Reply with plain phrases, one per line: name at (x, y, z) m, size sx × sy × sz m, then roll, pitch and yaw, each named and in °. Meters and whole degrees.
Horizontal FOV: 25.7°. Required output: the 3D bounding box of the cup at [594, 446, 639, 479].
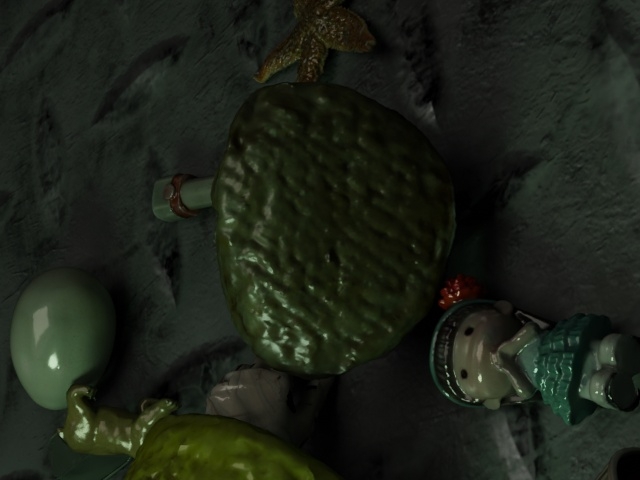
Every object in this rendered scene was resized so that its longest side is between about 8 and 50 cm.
cup at (0.297, 0.364, 1.241) m, size 0.273 × 0.288 × 0.208 m, roll -53°, pitch 11°, yaw 24°

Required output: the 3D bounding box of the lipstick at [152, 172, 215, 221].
lipstick at (-0.152, -0.069, 1.921) m, size 0.186 × 0.057 × 0.063 m, roll -9°, pitch 72°, yaw 42°

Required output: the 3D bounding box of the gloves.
gloves at (-0.066, 0.186, 1.677) m, size 0.128 × 0.111 × 0.212 m, roll -16°, pitch 43°, yaw 30°

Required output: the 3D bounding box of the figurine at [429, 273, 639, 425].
figurine at (0.219, 0.114, 1.439) m, size 0.246 × 0.110 × 0.137 m, roll 5°, pitch 73°, yaw 44°

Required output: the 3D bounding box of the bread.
bread at (-0.101, 0.380, 1.477) m, size 0.348 × 0.348 × 0.307 m, roll -12°, pitch 34°, yaw 45°

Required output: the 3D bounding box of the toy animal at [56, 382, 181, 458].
toy animal at (-0.261, 0.257, 1.896) m, size 0.219 × 0.103 × 0.101 m, roll 8°, pitch 78°, yaw 11°

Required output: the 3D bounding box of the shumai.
shumai at (0.000, 0.000, 1.611) m, size 0.288 × 0.292 × 0.329 m, roll 155°, pitch 126°, yaw -75°

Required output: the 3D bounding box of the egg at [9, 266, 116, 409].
egg at (-0.373, 0.141, 2.025) m, size 0.151 × 0.151 × 0.209 m, roll 15°, pitch 96°, yaw 48°

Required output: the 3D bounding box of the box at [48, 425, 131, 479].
box at (-0.330, 0.294, 1.994) m, size 0.122 × 0.069 × 0.084 m, roll -40°, pitch 51°, yaw 33°

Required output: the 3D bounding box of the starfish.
starfish at (0.012, -0.279, 1.813) m, size 0.295 × 0.048 × 0.231 m, roll -48°, pitch 38°, yaw 24°
